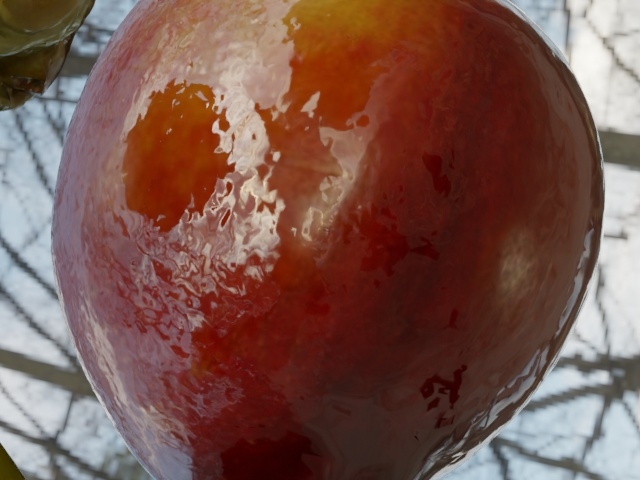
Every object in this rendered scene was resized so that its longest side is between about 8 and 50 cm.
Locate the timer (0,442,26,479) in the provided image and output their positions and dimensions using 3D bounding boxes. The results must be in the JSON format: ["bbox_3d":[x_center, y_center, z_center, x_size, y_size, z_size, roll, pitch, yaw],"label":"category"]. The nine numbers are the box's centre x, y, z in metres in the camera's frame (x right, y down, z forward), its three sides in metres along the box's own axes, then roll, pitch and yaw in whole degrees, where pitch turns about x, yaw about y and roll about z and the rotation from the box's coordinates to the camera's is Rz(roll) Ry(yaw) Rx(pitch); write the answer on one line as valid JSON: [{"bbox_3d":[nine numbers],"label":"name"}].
[{"bbox_3d":[-0.224,0.102,0.508,0.285,0.285,0.285,-25,-61,-56],"label":"timer"}]

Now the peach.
[{"bbox_3d":[0.000,0.000,1.077,0.388,0.388,0.388,-25,-61,-56],"label":"peach"}]

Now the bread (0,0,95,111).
[{"bbox_3d":[-0.181,-0.173,0.525,0.077,0.367,0.084,-33,-29,-16],"label":"bread"}]
